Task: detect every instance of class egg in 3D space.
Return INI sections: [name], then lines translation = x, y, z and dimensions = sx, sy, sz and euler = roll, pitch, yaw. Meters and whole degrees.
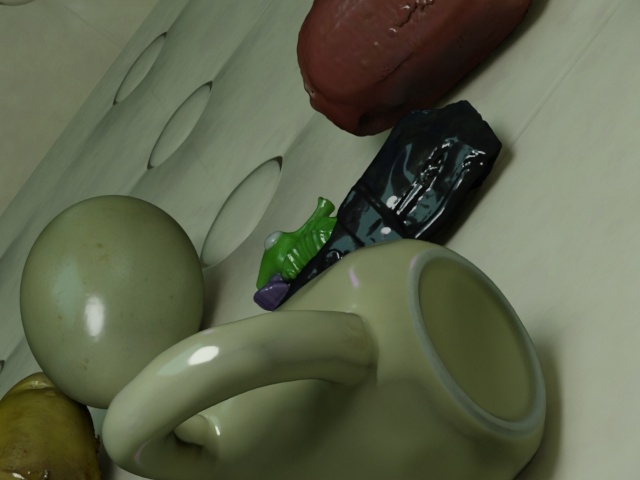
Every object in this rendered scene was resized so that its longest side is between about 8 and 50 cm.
[egg]
translation = -0.212, 0.064, 1.627
dimensions = 0.188, 0.188, 0.254
euler = -44, 32, 27

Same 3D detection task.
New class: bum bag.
[bum bag]
translation = 0.034, 0.015, 1.313
dimensions = 0.310, 0.074, 0.137
euler = -54, 29, 2

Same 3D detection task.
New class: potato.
[potato]
translation = -0.292, 0.246, 1.581
dimensions = 0.173, 0.140, 0.300
euler = -60, 11, 23

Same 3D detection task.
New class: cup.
[cup]
translation = -0.004, 0.088, 0.985
dimensions = 0.202, 0.255, 0.173
euler = -35, 36, 30

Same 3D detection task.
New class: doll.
[doll]
translation = 0.000, 0.000, 1.448
dimensions = 0.190, 0.050, 0.115
euler = -26, 41, 51

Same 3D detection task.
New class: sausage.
[sausage]
translation = 0.088, -0.208, 1.437
dimensions = 0.279, 0.152, 0.152
euler = -41, 23, 32
